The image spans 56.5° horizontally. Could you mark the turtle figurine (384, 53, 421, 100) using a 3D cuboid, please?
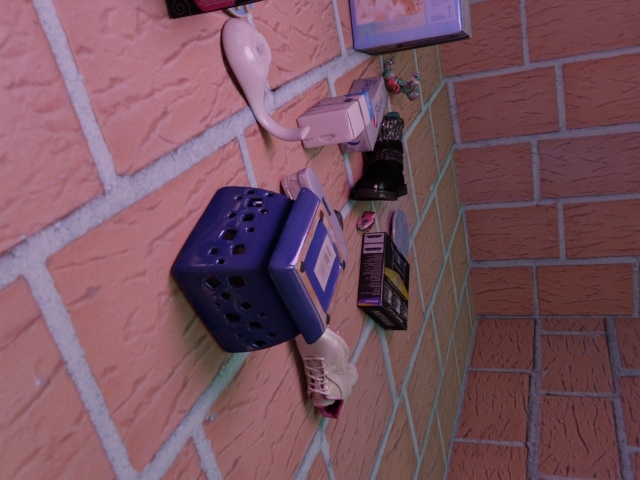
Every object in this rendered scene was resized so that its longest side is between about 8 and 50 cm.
[{"bbox_3d":[0.285,-0.593,2.184,0.175,0.118,0.234,50,10,22],"label":"turtle figurine"}]

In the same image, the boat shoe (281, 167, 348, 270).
[{"bbox_3d":[-0.012,-0.040,1.385,0.258,0.084,0.095,68,21,-10],"label":"boat shoe"}]

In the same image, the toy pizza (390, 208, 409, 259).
[{"bbox_3d":[0.291,-0.016,2.216,0.201,0.032,0.201,-4,90,-66],"label":"toy pizza"}]

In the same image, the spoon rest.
[{"bbox_3d":[-0.123,-0.325,1.232,0.276,0.084,0.137,60,31,-23],"label":"spoon rest"}]

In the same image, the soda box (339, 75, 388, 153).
[{"bbox_3d":[0.127,-0.381,1.787,0.286,0.098,0.091,-70,149,-43],"label":"soda box"}]

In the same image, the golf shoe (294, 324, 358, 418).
[{"bbox_3d":[0.011,0.309,1.403,0.306,0.115,0.140,63,36,-42],"label":"golf shoe"}]

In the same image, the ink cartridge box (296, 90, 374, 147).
[{"bbox_3d":[0.042,-0.310,1.517,0.190,0.140,0.082,-53,133,-57],"label":"ink cartridge box"}]

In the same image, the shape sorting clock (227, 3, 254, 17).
[{"bbox_3d":[-0.171,-0.547,1.169,0.206,0.040,0.206,-3,90,-67],"label":"shape sorting clock"}]

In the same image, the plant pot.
[{"bbox_3d":[-0.087,0.048,1.069,0.235,0.212,0.235,-70,147,-43],"label":"plant pot"}]

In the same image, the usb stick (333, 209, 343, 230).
[{"bbox_3d":[0.000,0.000,1.498,0.278,0.045,0.077,-50,132,-59],"label":"usb stick"}]

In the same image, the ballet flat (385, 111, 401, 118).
[{"bbox_3d":[0.242,-0.393,2.106,0.231,0.077,0.077,-54,149,-59],"label":"ballet flat"}]

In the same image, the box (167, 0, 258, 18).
[{"bbox_3d":[-0.132,-0.479,0.986,0.142,0.248,0.163,-54,136,-59],"label":"box"}]

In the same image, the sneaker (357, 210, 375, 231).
[{"bbox_3d":[0.147,-0.049,1.869,0.119,0.047,0.057,-48,142,-58],"label":"sneaker"}]

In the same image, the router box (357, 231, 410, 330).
[{"bbox_3d":[0.214,0.141,1.945,0.309,0.081,0.242,46,45,-58],"label":"router box"}]

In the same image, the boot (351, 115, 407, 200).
[{"bbox_3d":[0.180,-0.256,1.850,0.348,0.131,0.259,-27,114,-69],"label":"boot"}]

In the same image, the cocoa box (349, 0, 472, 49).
[{"bbox_3d":[0.290,-0.740,1.901,0.228,0.347,0.231,-29,114,-65],"label":"cocoa box"}]
